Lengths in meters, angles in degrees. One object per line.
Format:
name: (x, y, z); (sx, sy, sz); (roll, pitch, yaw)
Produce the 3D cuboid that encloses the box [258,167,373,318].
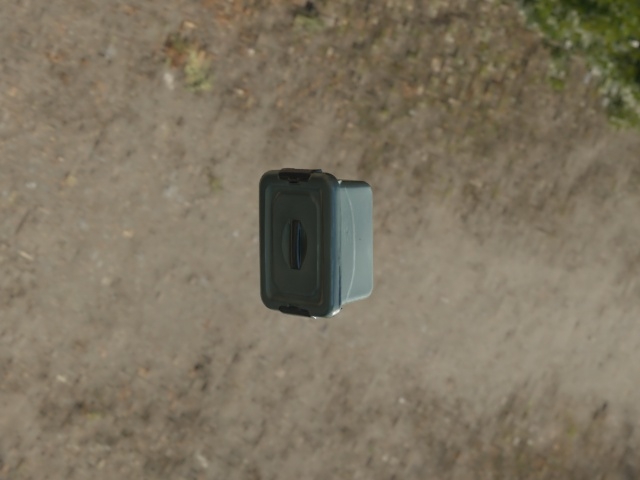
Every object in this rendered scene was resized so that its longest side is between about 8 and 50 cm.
box: (0.000, 0.000, 1.539); (0.093, 0.124, 0.172); (-8, 101, -47)
